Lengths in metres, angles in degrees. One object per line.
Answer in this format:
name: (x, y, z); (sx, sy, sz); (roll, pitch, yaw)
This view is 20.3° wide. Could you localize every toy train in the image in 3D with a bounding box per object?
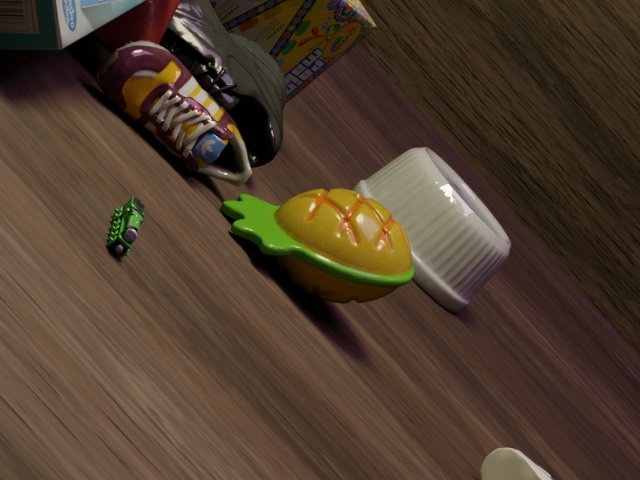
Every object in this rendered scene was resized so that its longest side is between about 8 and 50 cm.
toy train: (-0.137, -0.011, 1.272); (0.017, 0.023, 0.083); (45, 10, -15)

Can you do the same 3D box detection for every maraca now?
maraca: (0.000, 0.000, 1.612); (0.185, 0.099, 0.127); (14, 19, -23)

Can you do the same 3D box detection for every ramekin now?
ramekin: (0.143, -0.021, 2.226); (0.207, 0.109, 0.207); (46, 11, -11)

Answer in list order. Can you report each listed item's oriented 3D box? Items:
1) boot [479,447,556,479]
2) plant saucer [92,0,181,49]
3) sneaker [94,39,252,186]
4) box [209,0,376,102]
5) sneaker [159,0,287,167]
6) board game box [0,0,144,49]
boot: (0.224, 0.265, 1.614); (0.086, 0.069, 0.190); (32, 17, -49)
plant saucer: (-0.216, -0.311, 1.624); (0.258, 0.048, 0.259); (37, 37, -14)
sneaker: (-0.121, -0.110, 1.573); (0.084, 0.069, 0.185); (49, 10, 35)
box: (-0.131, -0.328, 1.965); (0.279, 0.177, 0.290); (29, 25, -56)
sneaker: (-0.128, -0.178, 1.726); (0.286, 0.109, 0.130); (37, 25, -32)
board game box: (-0.173, -0.318, 1.413); (0.336, 0.079, 0.254); (-46, 137, -59)
